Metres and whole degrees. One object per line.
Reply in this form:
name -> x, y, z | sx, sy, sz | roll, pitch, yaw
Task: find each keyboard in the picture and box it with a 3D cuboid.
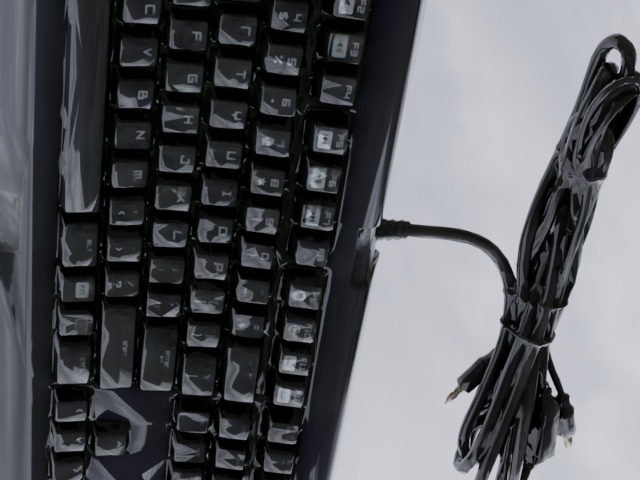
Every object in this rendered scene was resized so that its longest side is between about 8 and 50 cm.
keyboard -> 0.000, 0.000, 0.436 | 0.033, 0.201, 0.317 | -102, 17, -54
